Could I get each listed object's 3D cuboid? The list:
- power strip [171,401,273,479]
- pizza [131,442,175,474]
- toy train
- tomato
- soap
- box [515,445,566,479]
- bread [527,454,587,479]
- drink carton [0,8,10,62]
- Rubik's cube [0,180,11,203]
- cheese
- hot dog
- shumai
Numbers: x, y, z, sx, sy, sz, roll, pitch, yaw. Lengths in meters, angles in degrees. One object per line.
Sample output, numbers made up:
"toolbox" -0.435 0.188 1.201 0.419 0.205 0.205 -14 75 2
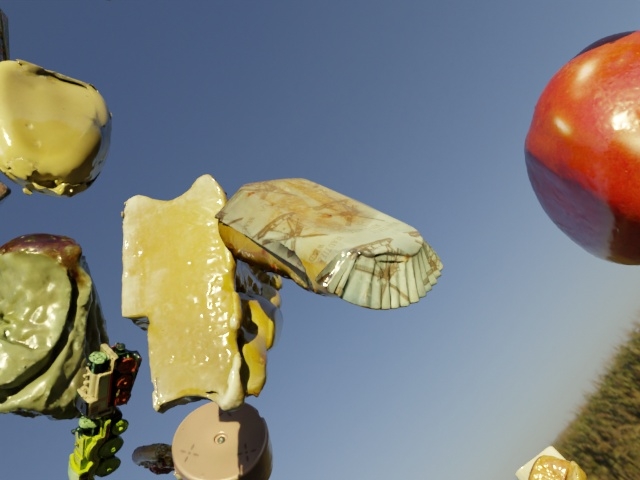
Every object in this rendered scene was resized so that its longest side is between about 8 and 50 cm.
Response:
"power strip" -0.152 0.330 0.862 0.154 0.154 0.078 -30 -46 -31
"pizza" -0.334 0.514 1.294 0.199 0.062 0.188 14 -28 -24
"toy train" -0.327 0.260 0.832 0.085 0.053 0.249 -7 -56 -45
"tomato" 0.459 -0.131 0.818 0.293 0.290 0.325 -35 -47 -12
"soap" -0.131 0.121 0.797 0.169 0.304 0.338 -14 -27 6
"box" 0.365 0.399 0.685 0.071 0.259 0.168 -37 -50 -5
"bread" 0.228 0.264 0.543 0.074 0.053 0.132 -56 -35 -33
"drink carton" -0.716 -0.432 1.212 0.056 0.165 0.071 -6 -10 -7
"Rubik's cube" -0.939 -0.058 1.147 0.337 0.344 0.344 -29 22 35
"cheese" -0.547 -0.213 1.120 0.260 0.316 0.128 3 -40 -34
"hot dog" 0.000 0.000 0.597 0.163 0.270 0.081 -18 -60 -35
"shumai" -0.435 0.122 0.923 0.304 0.309 0.263 21 -88 -40
